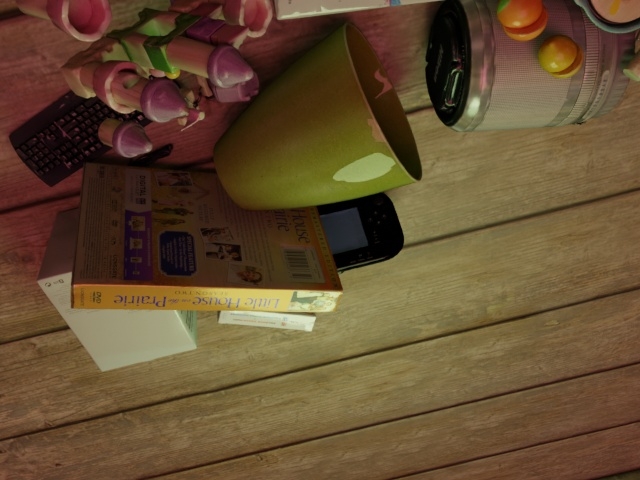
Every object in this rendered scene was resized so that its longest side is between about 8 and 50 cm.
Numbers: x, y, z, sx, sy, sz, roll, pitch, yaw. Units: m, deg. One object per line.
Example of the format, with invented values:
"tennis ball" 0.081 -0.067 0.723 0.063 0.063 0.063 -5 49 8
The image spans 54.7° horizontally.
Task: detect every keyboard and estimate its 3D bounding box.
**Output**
"keyboard" -0.368 -0.183 1.093 0.317 0.033 0.201 -29 129 15

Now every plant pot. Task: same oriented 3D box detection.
"plant pot" -0.021 -0.168 1.035 0.294 0.274 0.275 -23 130 21

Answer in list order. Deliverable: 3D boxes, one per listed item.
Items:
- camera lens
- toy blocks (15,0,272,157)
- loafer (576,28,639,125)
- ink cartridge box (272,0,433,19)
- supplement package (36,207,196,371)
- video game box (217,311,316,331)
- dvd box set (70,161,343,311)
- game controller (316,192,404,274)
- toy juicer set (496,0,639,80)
"camera lens" 0.321 -0.291 1.000 0.274 0.219 0.219 -4 130 -7
"toy blocks" -0.169 -0.248 0.839 0.288 0.260 0.309 -49 145 -28
"loafer" 0.505 -0.311 1.102 0.094 0.087 0.251 7 128 -15
"ink cartridge box" 0.074 -0.418 0.846 0.306 0.226 0.131 -9 132 -4
"supplement package" -0.374 0.079 1.200 0.199 0.198 0.262 -14 130 1
"video game box" -0.114 0.090 1.252 0.187 0.205 0.048 9 126 -18
"dvd box set" -0.196 -0.009 1.066 0.420 0.307 0.062 3 132 -20
"game controller" 0.000 0.000 1.222 0.319 0.166 0.067 -14 135 1
"toy juicer set" 0.395 -0.313 0.837 0.329 0.089 0.209 13 106 -14
